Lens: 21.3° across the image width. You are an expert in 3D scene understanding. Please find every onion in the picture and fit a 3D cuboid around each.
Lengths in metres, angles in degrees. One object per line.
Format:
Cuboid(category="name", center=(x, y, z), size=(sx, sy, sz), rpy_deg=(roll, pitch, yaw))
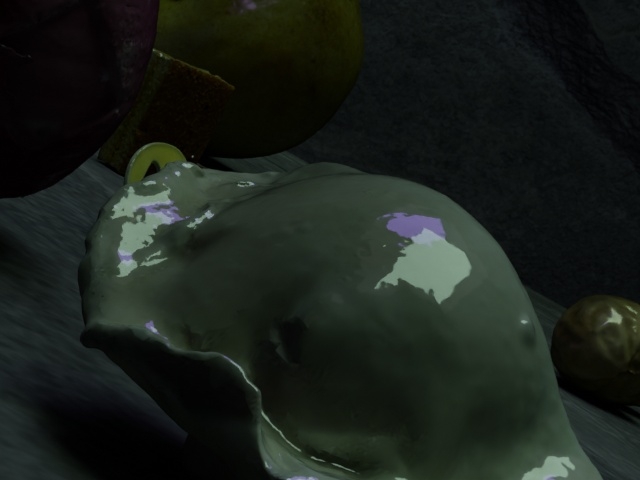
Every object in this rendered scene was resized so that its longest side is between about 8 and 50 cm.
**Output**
Cuboid(category="onion", center=(-0.145, -0.104, 0.699), size=(0.177, 0.177, 0.153), rpy_deg=(30, 7, 10))

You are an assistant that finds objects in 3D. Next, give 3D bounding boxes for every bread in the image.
Cuboid(category="bread", center=(-0.114, -0.087, 1.263), size=(0.035, 0.094, 0.090), rpy_deg=(30, 7, 30))

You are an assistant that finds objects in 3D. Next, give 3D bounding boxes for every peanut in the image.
Cuboid(category="peanut", center=(0.272, 0.102, 1.543), size=(0.229, 0.098, 0.103), rpy_deg=(16, 55, -68))

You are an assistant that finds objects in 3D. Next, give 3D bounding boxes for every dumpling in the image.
Cuboid(category="dumpling", center=(-0.003, 0.038, 0.492), size=(0.127, 0.108, 0.188), rpy_deg=(-10, 45, -40))

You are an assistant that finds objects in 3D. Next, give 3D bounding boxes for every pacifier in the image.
Cuboid(category="pacifier", center=(-0.084, -0.008, 0.894), size=(0.064, 0.068, 0.083), rpy_deg=(-12, -47, 41))

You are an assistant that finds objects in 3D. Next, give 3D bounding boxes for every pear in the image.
Cuboid(category="pear", center=(-0.096, -0.222, 1.800), size=(0.304, 0.304, 0.304), rpy_deg=(29, 4, -2))

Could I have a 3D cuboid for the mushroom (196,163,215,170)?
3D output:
Cuboid(category="mushroom", center=(-0.001, -0.002, 1.505), size=(0.286, 0.026, 0.028), rpy_deg=(28, -12, 17))
